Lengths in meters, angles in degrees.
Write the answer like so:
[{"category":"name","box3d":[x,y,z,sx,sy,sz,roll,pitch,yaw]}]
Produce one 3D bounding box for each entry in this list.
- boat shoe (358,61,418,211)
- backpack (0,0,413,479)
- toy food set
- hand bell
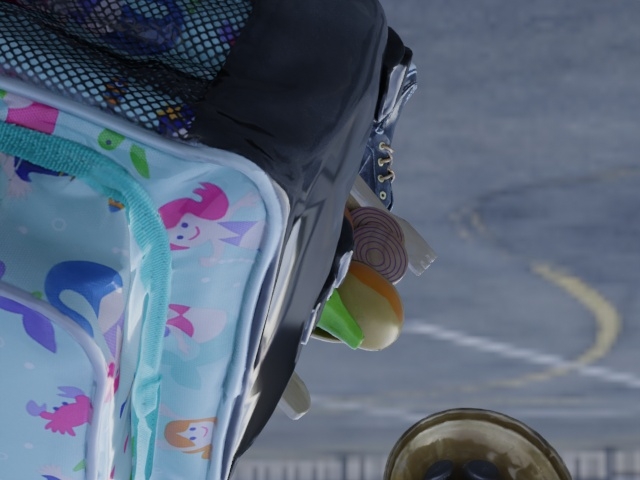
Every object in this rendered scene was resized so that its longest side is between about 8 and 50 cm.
[{"category":"boat shoe","box3d":[0.044,-0.068,1.691,0.083,0.183,0.065,39,-179,11]},{"category":"backpack","box3d":[-0.129,-0.018,0.607,0.253,0.191,0.225,26,143,8]},{"category":"toy food set","box3d":[0.000,0.000,1.035,0.038,0.132,0.192,-39,-176,36]},{"category":"hand bell","box3d":[0.080,0.226,1.294,0.126,0.126,0.242,3,145,-10]}]
